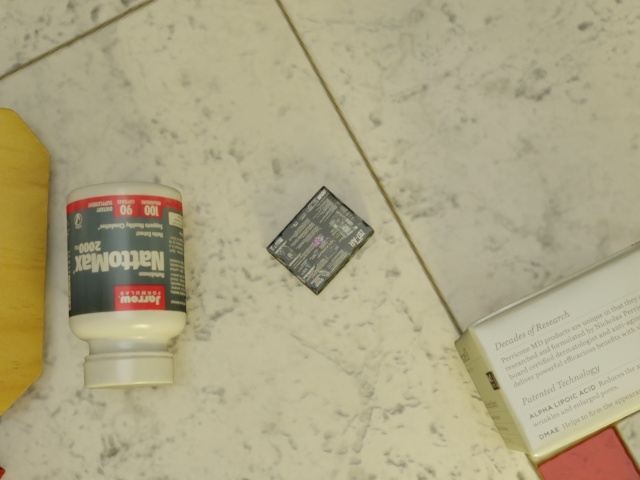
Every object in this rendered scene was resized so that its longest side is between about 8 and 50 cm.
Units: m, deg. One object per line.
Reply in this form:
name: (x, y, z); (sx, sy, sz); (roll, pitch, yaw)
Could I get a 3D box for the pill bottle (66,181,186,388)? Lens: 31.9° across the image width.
pill bottle: (-0.177, 0.044, 1.028); (0.108, 0.108, 0.180); (-4, 81, 2)

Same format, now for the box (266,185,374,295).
box: (0.000, 0.000, 1.071); (0.067, 0.018, 0.083); (41, 85, 8)

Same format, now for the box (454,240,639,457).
box: (0.224, 0.094, 0.962); (0.182, 0.181, 0.119); (-25, 80, -1)

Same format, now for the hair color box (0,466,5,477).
hair color box: (-0.366, 0.251, 1.036); (0.072, 0.043, 0.141); (36, 83, 8)

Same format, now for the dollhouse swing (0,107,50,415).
dollhouse swing: (-0.474, 0.021, 1.072); (0.315, 0.305, 0.346); (-9, 78, 43)
